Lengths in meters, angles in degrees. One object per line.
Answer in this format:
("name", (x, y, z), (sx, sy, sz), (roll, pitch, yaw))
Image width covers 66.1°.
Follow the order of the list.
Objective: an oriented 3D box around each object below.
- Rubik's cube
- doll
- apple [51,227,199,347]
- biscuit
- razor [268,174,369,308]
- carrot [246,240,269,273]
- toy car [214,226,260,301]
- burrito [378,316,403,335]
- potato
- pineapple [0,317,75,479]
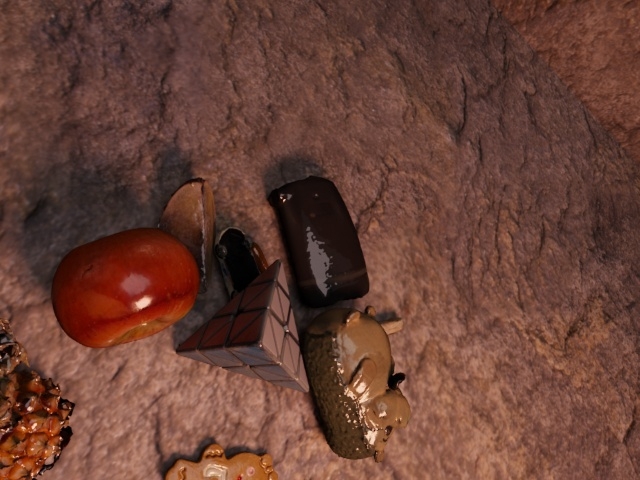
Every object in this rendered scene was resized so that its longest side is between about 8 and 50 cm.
("Rubik's cube", (-0.140, 0.202, 1.056), (0.228, 0.228, 0.233), (-8, 39, -44))
("doll", (0.084, 0.331, 1.156), (0.247, 0.247, 0.349), (-2, 84, -30))
("apple", (-0.376, 0.085, 0.965), (0.272, 0.251, 0.206), (-21, 79, -20))
("biscuit", (-0.206, 0.529, 1.042), (0.249, 0.035, 0.184), (10, 69, -27))
("razor", (0.001, 0.000, 1.289), (0.204, 0.113, 0.349), (-14, 81, -30))
("carrot", (-0.146, 0.059, 1.235), (0.035, 0.035, 0.142), (-37, 100, -33))
("toy car", (-0.196, 0.068, 1.180), (0.095, 0.056, 0.204), (-21, 92, -47))
("burrito", (0.166, 0.246, 1.344), (0.149, 0.041, 0.055), (-13, 94, -32))
("potato", (-0.305, -0.009, 1.149), (0.120, 0.100, 0.261), (-1, 88, 7))
("pineapple", (-0.536, 0.241, 0.767), (0.263, 0.271, 0.262), (11, 41, -10))
